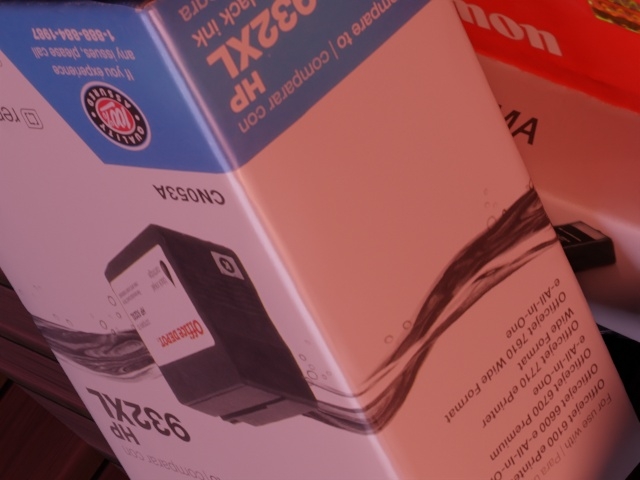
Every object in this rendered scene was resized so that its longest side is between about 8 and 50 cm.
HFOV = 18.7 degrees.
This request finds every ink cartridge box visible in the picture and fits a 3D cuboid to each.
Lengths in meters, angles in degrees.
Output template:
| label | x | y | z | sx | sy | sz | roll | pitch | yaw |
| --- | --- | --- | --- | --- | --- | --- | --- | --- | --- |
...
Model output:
| label | x | y | z | sx | sy | sz | roll | pitch | yaw |
| --- | --- | --- | --- | --- | --- | --- | --- | --- | --- |
| ink cartridge box | -0.028 | -0.003 | 0.809 | 0.223 | 0.129 | 0.307 | 7 | 133 | 48 |
| ink cartridge box | 0.061 | -0.059 | 0.845 | 0.275 | 0.060 | 0.239 | 25 | 164 | 31 |

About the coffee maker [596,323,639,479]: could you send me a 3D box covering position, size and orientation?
| label | x | y | z | sx | sy | sz | roll | pitch | yaw |
| --- | --- | --- | --- | --- | --- | --- | --- | --- | --- |
| coffee maker | 0.144 | 0.143 | 1.067 | 0.171 | 0.178 | 0.120 | 32 | 164 | 7 |
